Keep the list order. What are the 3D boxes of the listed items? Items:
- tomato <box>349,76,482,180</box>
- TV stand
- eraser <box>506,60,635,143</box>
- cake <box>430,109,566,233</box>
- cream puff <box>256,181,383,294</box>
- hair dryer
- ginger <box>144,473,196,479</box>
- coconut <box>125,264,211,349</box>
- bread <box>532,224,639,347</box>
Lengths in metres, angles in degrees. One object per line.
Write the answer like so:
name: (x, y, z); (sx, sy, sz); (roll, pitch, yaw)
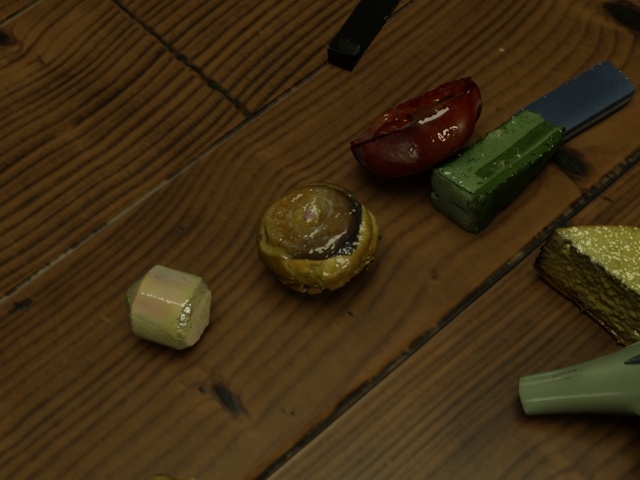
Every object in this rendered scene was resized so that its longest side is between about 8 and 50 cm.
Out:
tomato: (0.164, -0.165, 1.971); (0.228, 0.228, 0.101); (-34, 101, -18)
TV stand: (0.093, -0.404, 2.201); (0.049, 0.040, 0.256); (24, 61, 17)
eraser: (0.409, -0.215, 2.065); (0.225, 0.036, 0.082); (-31, 60, -16)
cake: (0.282, -0.113, 1.988); (0.100, 0.099, 0.235); (38, 56, 25)
cream puff: (0.000, 0.000, 1.889); (0.189, 0.129, 0.189); (-7, 54, 9)
hair dryer: (0.395, 0.247, 1.694); (0.295, 0.119, 0.298); (7, 54, 33)
ginger: (-0.223, 0.397, 1.684); (0.176, 0.053, 0.193); (-2, 55, 8)
coconut: (-0.231, 0.096, 1.849); (0.122, 0.116, 0.116); (19, 60, 17)
bread: (0.450, 0.056, 1.834); (0.260, 0.129, 0.134); (38, 59, 22)
